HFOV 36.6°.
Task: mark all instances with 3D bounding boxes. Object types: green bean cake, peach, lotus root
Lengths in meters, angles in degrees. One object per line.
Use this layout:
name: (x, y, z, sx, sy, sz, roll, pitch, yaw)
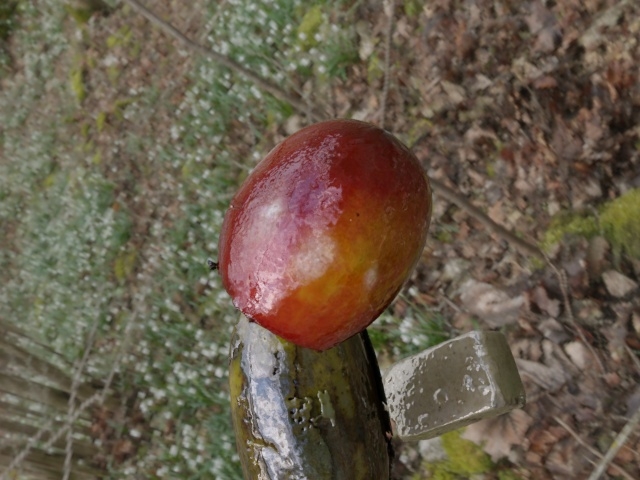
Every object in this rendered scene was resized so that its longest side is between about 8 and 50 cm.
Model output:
green bean cake: (0.175, 0.196, 1.298, 0.179, 0.085, 0.109, -27, 68, 34)
peach: (0.000, 0.000, 0.907, 0.196, 0.190, 0.226, 12, 61, 43)
lotus root: (-0.014, 0.222, 1.163, 0.179, 0.196, 0.397, -3, 109, 31)
